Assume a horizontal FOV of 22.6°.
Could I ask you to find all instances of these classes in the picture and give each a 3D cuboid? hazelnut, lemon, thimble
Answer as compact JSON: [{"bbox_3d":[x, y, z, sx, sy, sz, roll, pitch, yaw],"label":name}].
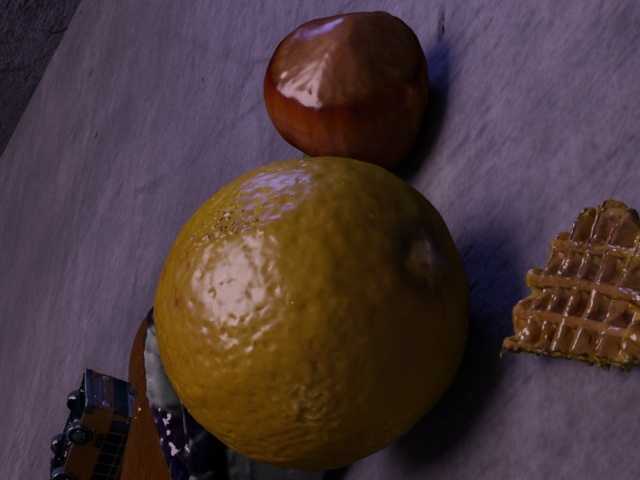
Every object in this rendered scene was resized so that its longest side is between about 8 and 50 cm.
[{"bbox_3d":[0.034,-0.152,1.631,0.182,0.182,0.182,-52,28,43],"label":"hazelnut"},{"bbox_3d":[-0.006,0.061,1.380,0.293,0.293,0.293,-52,28,43],"label":"lemon"},{"bbox_3d":[-0.091,0.162,1.604,0.237,0.150,0.237,172,90,-75],"label":"thimble"}]

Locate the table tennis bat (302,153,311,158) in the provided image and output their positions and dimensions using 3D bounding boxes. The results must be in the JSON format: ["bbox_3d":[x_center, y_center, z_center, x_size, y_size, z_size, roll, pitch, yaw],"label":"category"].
[{"bbox_3d":[0.003,-0.085,1.824,0.257,0.039,0.160,-59,24,17],"label":"table tennis bat"}]

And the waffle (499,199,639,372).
[{"bbox_3d":[0.196,0.055,1.183,0.192,0.046,0.160,-50,29,47],"label":"waffle"}]

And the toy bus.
[{"bbox_3d":[-0.312,0.276,2.226,0.091,0.103,0.182,-103,31,-55],"label":"toy bus"}]

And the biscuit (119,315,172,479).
[{"bbox_3d":[-0.163,0.228,1.937,0.368,0.076,0.394,-34,45,59],"label":"biscuit"}]
